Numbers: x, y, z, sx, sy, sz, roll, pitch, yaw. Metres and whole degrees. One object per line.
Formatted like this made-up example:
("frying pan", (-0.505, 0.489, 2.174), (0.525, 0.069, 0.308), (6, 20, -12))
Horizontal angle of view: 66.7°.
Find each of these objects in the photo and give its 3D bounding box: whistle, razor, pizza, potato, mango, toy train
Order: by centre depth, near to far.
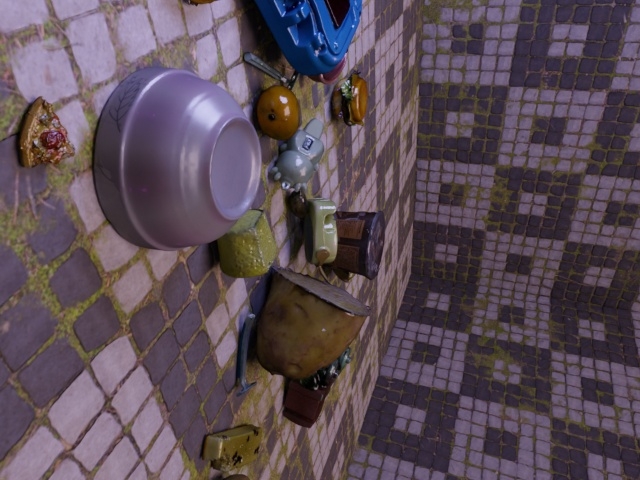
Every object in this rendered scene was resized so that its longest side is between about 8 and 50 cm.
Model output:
("pizza", (-0.312, -0.120, 0.571), (0.078, 0.025, 0.083), (14, 85, -69))
("razor", (-0.109, -0.369, 1.056), (0.084, 0.036, 0.211), (-64, 159, 12))
("mango", (-0.087, -0.274, 1.071), (0.163, 0.089, 0.111), (61, 40, -74))
("razor", (-0.175, 0.263, 1.136), (0.068, 0.037, 0.191), (-18, 113, -65))
("whistle", (-0.048, -0.212, 1.203), (0.092, 0.110, 0.244), (-51, -166, 55))
("potato", (-0.042, 0.228, 1.235), (0.288, 0.301, 0.237), (20, 96, -44))
("toy train", (-0.008, 0.441, 1.575), (0.304, 0.150, 0.222), (-20, 128, -71))

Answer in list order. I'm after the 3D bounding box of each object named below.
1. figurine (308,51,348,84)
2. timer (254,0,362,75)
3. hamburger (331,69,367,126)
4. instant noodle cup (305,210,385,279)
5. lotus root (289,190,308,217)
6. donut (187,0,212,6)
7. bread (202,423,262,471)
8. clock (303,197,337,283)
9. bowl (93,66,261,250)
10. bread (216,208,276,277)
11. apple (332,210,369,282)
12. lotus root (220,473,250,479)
("figurine", (-0.013, -0.449, 1.203), (0.157, 0.126, 0.114), (-24, 167, -41))
("timer", (-0.023, -0.540, 1.007), (0.340, 0.115, 0.309), (56, 46, -44))
("hamburger", (0.089, -0.435, 1.504), (0.189, 0.093, 0.164), (18, 79, -73))
("instant noodle cup", (0.079, 0.003, 1.500), (0.217, 0.207, 0.218), (9, 90, -73))
("lotus root", (-0.059, -0.100, 1.287), (0.099, 0.049, 0.054), (82, -1, -54))
("donut", (-0.173, -0.446, 0.758), (0.181, 0.078, 0.146), (-44, 137, -58))
("bread", (-0.204, 0.486, 1.135), (0.226, 0.049, 0.088), (37, 64, -69))
("clock", (0.000, 0.000, 1.350), (0.170, 0.069, 0.232), (-145, -127, -75))
("bowl", (-0.190, -0.117, 0.754), (0.287, 0.143, 0.287), (9, 90, -71))
("bread", (-0.152, 0.008, 0.974), (0.129, 0.111, 0.114), (-85, 170, -63))
("apple", (0.095, 0.028, 1.711), (0.193, 0.120, 0.265), (90, 19, -66))
("lotus root", (-0.215, 0.602, 1.062), (0.221, 0.118, 0.125), (-26, 106, -71))
